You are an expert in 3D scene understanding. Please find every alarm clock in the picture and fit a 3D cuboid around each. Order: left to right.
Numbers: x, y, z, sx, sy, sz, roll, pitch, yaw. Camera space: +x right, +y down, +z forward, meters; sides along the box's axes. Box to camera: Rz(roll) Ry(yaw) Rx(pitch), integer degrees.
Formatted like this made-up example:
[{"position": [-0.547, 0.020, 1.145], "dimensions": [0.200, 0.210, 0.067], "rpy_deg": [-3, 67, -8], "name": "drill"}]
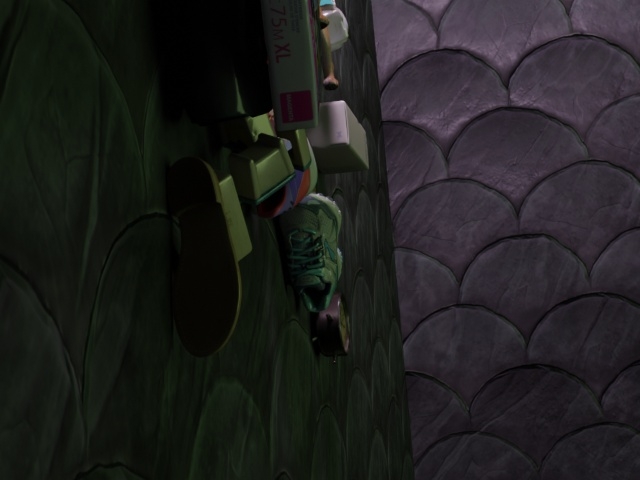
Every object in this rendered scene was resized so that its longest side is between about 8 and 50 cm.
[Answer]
[{"position": [0.026, 0.164, 2.050], "dimensions": [0.192, 0.064, 0.129], "rpy_deg": [-58, 142, -69], "name": "alarm clock"}]

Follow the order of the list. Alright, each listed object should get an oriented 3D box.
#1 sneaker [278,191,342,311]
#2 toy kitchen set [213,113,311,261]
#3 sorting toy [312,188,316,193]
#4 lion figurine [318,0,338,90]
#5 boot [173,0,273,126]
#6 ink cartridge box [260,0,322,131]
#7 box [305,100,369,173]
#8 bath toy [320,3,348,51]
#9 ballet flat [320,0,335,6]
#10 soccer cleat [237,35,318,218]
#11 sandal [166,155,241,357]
[{"position": [-0.013, 0.024, 1.794], "dimensions": [0.283, 0.110, 0.122], "rpy_deg": [72, 20, -51], "name": "sneaker"}, {"position": [-0.125, -0.084, 1.369], "dimensions": [0.207, 0.166, 0.122], "rpy_deg": [-38, 131, -33], "name": "toy kitchen set"}, {"position": [0.000, 0.000, 2.036], "dimensions": [0.132, 0.046, 0.274], "rpy_deg": [51, 35, -72], "name": "sorting toy"}, {"position": [-0.043, -0.446, 1.858], "dimensions": [0.392, 0.142, 0.240], "rpy_deg": [96, -14, -67], "name": "lion figurine"}, {"position": [-0.151, -0.355, 1.182], "dimensions": [0.367, 0.146, 0.444], "rpy_deg": [-42, 131, -75], "name": "boot"}, {"position": [-0.033, -0.284, 1.301], "dimensions": [0.311, 0.065, 0.185], "rpy_deg": [-92, 177, -63], "name": "ink cartridge box"}, {"position": [0.026, -0.210, 2.102], "dimensions": [0.275, 0.113, 0.094], "rpy_deg": [35, 50, -78], "name": "box"}, {"position": [-0.011, -0.561, 2.049], "dimensions": [0.129, 0.151, 0.348], "rpy_deg": [27, -51, 60], "name": "bath toy"}, {"position": [-0.002, -0.522, 2.219], "dimensions": [0.067, 0.073, 0.206], "rpy_deg": [96, -1, -62], "name": "ballet flat"}, {"position": [-0.088, -0.185, 1.520], "dimensions": [0.116, 0.109, 0.318], "rpy_deg": [-50, 134, -46], "name": "soccer cleat"}, {"position": [-0.130, 0.021, 1.213], "dimensions": [0.079, 0.088, 0.240], "rpy_deg": [22, 58, -72], "name": "sandal"}]
